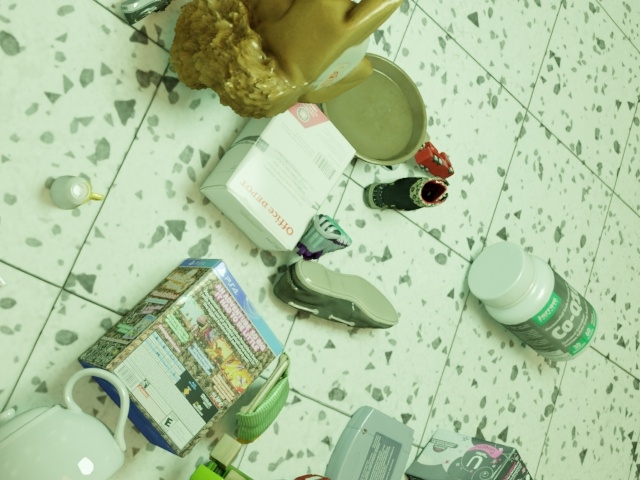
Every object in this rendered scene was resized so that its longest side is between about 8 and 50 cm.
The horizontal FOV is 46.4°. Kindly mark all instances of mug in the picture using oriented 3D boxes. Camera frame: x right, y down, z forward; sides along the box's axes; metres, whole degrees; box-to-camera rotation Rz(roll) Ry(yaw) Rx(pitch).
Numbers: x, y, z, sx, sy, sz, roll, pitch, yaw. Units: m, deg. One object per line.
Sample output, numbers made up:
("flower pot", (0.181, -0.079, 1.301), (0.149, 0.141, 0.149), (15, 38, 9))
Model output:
("mug", (-0.429, -0.089, 1.321), (0.078, 0.064, 0.062), (-26, 105, -35))

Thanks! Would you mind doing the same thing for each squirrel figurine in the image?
("squirrel figurine", (-0.110, -0.434, 1.404), (0.397, 0.281, 0.370), (-35, 81, -11))

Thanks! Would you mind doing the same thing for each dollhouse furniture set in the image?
("dollhouse furniture set", (-0.104, 0.401, 1.462), (0.151, 0.197, 0.301), (33, 62, 8))

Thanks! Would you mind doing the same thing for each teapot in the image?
("teapot", (-0.455, 0.350, 1.211), (0.187, 0.253, 0.256), (55, 39, 2))

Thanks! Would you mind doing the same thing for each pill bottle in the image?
("pill bottle", (0.568, 0.164, 2.004), (0.361, 0.204, 0.204), (35, 69, -32))

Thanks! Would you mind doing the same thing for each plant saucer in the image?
("plant saucer", (0.119, -0.297, 1.708), (0.278, 0.041, 0.277), (8, 71, -24))

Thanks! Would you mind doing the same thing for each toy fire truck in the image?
("toy fire truck", (0.258, -0.236, 1.848), (0.192, 0.047, 0.135), (23, 46, -52))

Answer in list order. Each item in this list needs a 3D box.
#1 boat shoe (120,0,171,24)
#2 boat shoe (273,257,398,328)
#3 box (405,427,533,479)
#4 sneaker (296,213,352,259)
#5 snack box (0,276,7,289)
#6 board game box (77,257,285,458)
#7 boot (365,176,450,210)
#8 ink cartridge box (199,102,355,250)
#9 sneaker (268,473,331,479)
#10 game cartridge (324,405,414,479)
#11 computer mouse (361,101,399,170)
("boat shoe", (-0.316, -0.453, 1.423), (0.142, 0.049, 0.040), (-36, 130, -30))
("boat shoe", (0.037, 0.133, 1.679), (0.335, 0.095, 0.112), (27, 38, -38))
("box", (0.362, 0.577, 1.816), (0.163, 0.247, 0.142), (-44, 117, -29))
("sneaker", (0.000, 0.000, 1.614), (0.098, 0.224, 0.083), (-44, 76, 5))
("snack box", (-0.604, 0.102, 1.211), (0.178, 0.022, 0.064), (-43, 116, -30))
("board game box", (-0.255, 0.211, 1.406), (0.291, 0.141, 0.232), (-45, 116, -29))
("boot", (0.248, -0.111, 1.770), (0.237, 0.179, 0.085), (-7, 95, -38))
("ink cartridge box", (-0.086, -0.147, 1.552), (0.207, 0.117, 0.283), (46, 63, -28))
("sneaker", (-0.067, 0.578, 1.588), (0.221, 0.087, 0.127), (4, 86, -36))
("game cartridge", (0.103, 0.546, 1.741), (0.196, 0.060, 0.294), (36, 69, -36))
("computer mouse", (0.137, -0.235, 1.772), (0.193, 0.042, 0.106), (33, 70, -33))
